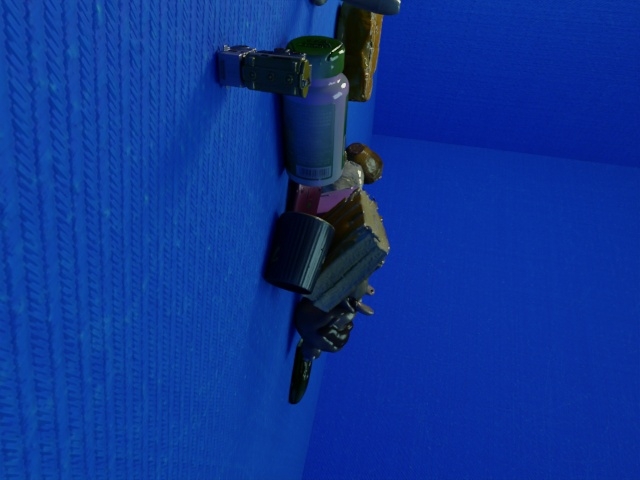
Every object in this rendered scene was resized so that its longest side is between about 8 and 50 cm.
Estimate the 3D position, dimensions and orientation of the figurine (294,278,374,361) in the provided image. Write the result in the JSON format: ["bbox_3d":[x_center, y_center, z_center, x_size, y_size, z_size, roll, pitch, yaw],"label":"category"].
[{"bbox_3d":[0.047,0.208,1.321,0.381,0.203,0.248,-57,-172,32],"label":"figurine"}]

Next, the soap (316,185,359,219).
[{"bbox_3d":[0.038,-0.028,1.230,0.260,0.180,0.081,92,-20,-47],"label":"soap"}]

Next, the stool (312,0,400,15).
[{"bbox_3d":[0.084,-0.596,0.867,0.195,0.198,0.196,-50,151,-76],"label":"stool"}]

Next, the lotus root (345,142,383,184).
[{"bbox_3d":[0.190,-0.389,1.943,0.180,0.187,0.199,62,38,-54],"label":"lotus root"}]

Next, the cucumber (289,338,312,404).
[{"bbox_3d":[-0.068,0.492,1.540,0.115,0.063,0.244,0,101,-81],"label":"cucumber"}]

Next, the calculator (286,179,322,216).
[{"bbox_3d":[-0.037,-0.111,1.030,0.126,0.034,0.191,-19,121,-58],"label":"calculator"}]

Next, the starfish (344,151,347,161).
[{"bbox_3d":[0.065,-0.355,1.495,0.299,0.060,0.303,-81,169,-45],"label":"starfish"}]

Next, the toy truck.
[{"bbox_3d":[-0.068,-0.210,0.513,0.063,0.123,0.052,-57,156,-56],"label":"toy truck"}]

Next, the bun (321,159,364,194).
[{"bbox_3d":[0.049,-0.160,1.337,0.220,0.134,0.221,-166,-90,-75],"label":"bun"}]

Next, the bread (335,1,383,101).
[{"bbox_3d":[0.114,-0.593,1.310,0.167,0.132,0.295,-59,158,-67],"label":"bread"}]

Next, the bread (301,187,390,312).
[{"bbox_3d":[0.056,0.010,1.031,0.246,0.111,0.239,-43,-153,25],"label":"bread"}]

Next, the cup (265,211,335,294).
[{"bbox_3d":[-0.055,0.037,0.938,0.176,0.131,0.155,134,-26,-70],"label":"cup"}]

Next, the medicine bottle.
[{"bbox_3d":[-0.011,-0.251,0.823,0.274,0.133,0.134,92,11,-46],"label":"medicine bottle"}]
